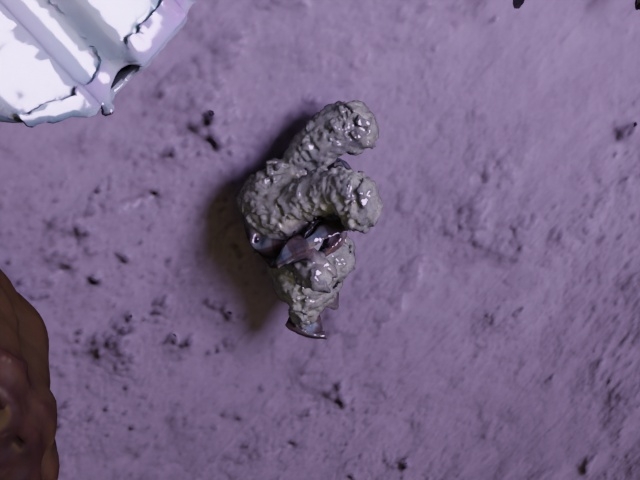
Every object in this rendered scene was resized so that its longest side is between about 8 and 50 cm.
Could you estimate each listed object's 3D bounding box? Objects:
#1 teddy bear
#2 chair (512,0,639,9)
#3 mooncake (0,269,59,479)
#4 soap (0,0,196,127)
[{"bbox_3d":[-0.019,-0.007,1.034,0.111,0.133,0.213,8,136,-7],"label":"teddy bear"},{"bbox_3d":[0.224,-0.297,0.958,0.174,0.149,0.213,-4,87,-22],"label":"chair"},{"bbox_3d":[-0.352,0.143,0.938,0.324,0.187,0.324,-12,126,-16],"label":"mooncake"},{"bbox_3d":[-0.267,-0.218,0.582,0.446,0.156,0.261,46,66,-29],"label":"soap"}]
